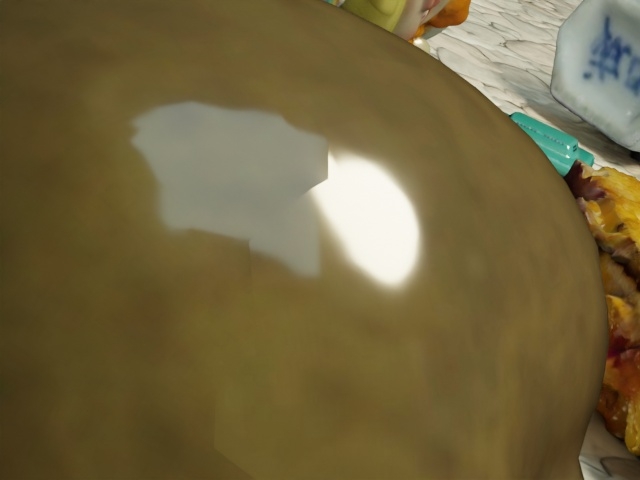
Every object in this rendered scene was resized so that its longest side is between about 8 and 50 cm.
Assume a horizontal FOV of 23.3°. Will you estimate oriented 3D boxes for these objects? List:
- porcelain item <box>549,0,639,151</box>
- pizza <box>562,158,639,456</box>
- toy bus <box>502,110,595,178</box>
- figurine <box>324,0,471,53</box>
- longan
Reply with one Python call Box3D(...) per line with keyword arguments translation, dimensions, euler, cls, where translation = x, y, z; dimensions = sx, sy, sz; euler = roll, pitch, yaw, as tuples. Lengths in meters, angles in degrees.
Box3D(translation=(0.436, -0.156, 1.623), dimensions=(0.405, 0.178, 0.242), euler=(3, 29, -39), cls="porcelain item")
Box3D(translation=(0.242, 0.061, 0.944), dimensions=(0.278, 0.114, 0.409), euler=(28, 19, 9), cls="pizza")
Box3D(translation=(0.122, -0.055, 1.141), dimensions=(0.160, 0.092, 0.079), euler=(27, 21, 11), cls="toy bus")
Box3D(translation=(0.010, -0.256, 1.345), dimensions=(0.205, 0.224, 0.382), euler=(26, 20, 19), cls="figurine")
Box3D(translation=(-0.032, 0.047, 0.494), dimensions=(0.300, 0.243, 0.300), euler=(20, 43, -20), cls="longan")
